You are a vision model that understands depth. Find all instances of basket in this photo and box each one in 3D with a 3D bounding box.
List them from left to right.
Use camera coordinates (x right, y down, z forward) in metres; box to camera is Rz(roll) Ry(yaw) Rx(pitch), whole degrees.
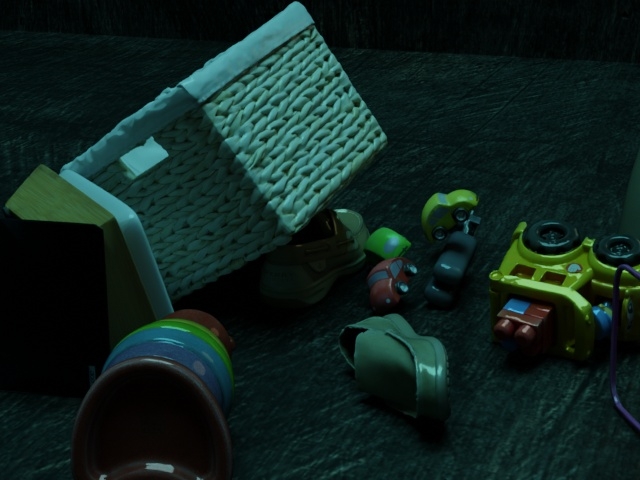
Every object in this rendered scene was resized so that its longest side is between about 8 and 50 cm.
[{"bbox_3d":[-0.135,-0.130,1.991,0.328,0.266,0.331,-27,13,41],"label":"basket"}]

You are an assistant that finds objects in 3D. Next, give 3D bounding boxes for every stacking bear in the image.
[{"bbox_3d":[-0.170,0.165,1.561,0.175,0.164,0.289,1,14,4],"label":"stacking bear"}]

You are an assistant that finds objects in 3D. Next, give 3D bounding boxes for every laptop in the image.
[{"bbox_3d":[-0.376,0.062,1.733,0.136,0.234,0.264,-8,20,-24],"label":"laptop"}]

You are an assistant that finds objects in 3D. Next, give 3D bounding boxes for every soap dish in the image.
[{"bbox_3d":[-0.319,0.037,1.846,0.118,0.229,0.291,-28,28,-20],"label":"soap dish"}]

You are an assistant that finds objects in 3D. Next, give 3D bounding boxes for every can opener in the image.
[{"bbox_3d":[0.188,0.015,2.078,0.095,0.076,0.283,23,23,7],"label":"can opener"}]

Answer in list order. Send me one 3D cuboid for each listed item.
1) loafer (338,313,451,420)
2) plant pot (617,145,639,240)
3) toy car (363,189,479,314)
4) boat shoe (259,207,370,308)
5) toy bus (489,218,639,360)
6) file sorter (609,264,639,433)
[{"bbox_3d":[0.089,0.159,1.655,0.092,0.102,0.268,-7,10,-13],"label":"loafer"},{"bbox_3d":[0.626,-0.130,2.203,0.256,0.274,0.256,0,19,0],"label":"plant pot"},{"bbox_3d":[0.116,0.010,2.036,0.239,0.053,0.225,-49,14,-16],"label":"toy car"},{"bbox_3d":[0.000,0.000,2.092,0.121,0.110,0.341,5,20,16],"label":"boat shoe"},{"bbox_3d":[0.329,0.089,1.796,0.220,0.149,0.211,12,36,27],"label":"toy bus"},{"bbox_3d":[0.504,0.123,1.575,0.290,0.202,0.182,-4,18,-9],"label":"file sorter"}]
